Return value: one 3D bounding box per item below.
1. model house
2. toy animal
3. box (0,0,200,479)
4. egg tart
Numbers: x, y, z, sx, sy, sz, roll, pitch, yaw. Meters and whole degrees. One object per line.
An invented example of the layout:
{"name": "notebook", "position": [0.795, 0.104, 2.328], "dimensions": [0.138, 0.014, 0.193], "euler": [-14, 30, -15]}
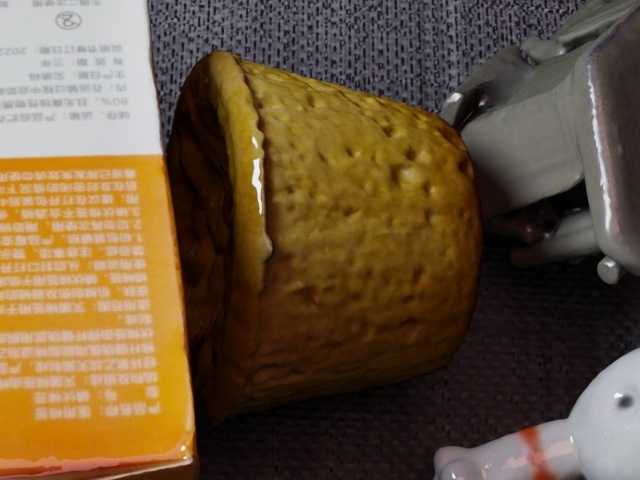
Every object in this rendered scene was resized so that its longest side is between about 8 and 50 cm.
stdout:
{"name": "model house", "position": [0.158, -0.070, 0.910], "dimensions": [0.229, 0.188, 0.122], "euler": [-43, 113, -36]}
{"name": "toy animal", "position": [0.209, 0.097, 0.838], "dimensions": [0.282, 0.138, 0.140], "euler": [-27, 73, -18]}
{"name": "box", "position": [-0.146, 0.025, 0.764], "dimensions": [0.143, 0.225, 0.341], "euler": [-4, 54, -8]}
{"name": "egg tart", "position": [0.000, 0.000, 0.839], "dimensions": [0.147, 0.202, 0.202], "euler": [1, 61, -16]}
